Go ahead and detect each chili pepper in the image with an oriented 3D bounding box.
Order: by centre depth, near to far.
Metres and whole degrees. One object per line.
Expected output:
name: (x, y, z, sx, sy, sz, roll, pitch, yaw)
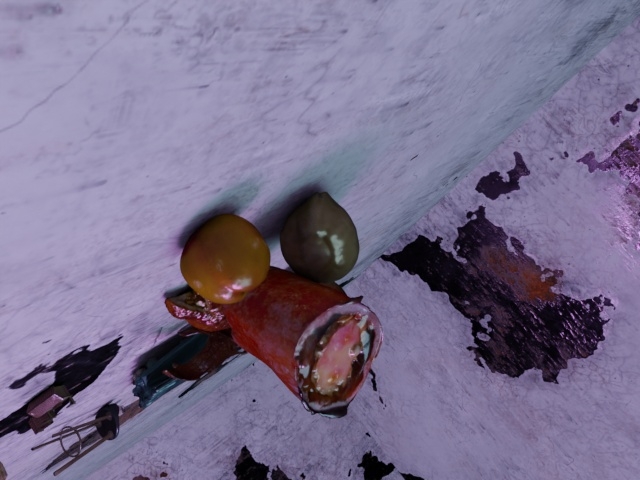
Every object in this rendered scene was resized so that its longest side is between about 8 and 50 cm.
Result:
chili pepper: (-0.061, 0.177, 0.960, 0.251, 0.305, 0.229, 28, 81, -54)

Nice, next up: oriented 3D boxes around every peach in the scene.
peach: (-0.146, 0.032, 0.758, 0.138, 0.138, 0.138, -37, 169, -8)

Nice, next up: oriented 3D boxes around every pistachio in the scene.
pistachio: (0.000, 0.000, 1.026, 0.162, 0.181, 0.293, -2, 168, 7)

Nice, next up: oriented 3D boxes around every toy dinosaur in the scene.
toy dinosaur: (-0.234, 0.203, 1.173, 0.327, 0.206, 0.113, -28, 127, -20)

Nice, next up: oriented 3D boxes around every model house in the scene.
model house: (-0.516, 0.318, 0.924, 0.083, 0.057, 0.058, -35, 173, -6)

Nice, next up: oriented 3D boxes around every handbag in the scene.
handbag: (-0.369, 0.321, 1.316, 0.274, 0.100, 0.269, -30, 170, -33)

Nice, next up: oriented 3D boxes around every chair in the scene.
chair: (-0.619, 0.516, 1.293, 0.104, 0.095, 0.221, -30, 174, 25)

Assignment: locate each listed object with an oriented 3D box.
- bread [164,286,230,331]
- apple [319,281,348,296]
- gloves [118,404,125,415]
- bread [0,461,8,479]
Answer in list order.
bread: (-0.217, 0.129, 1.019, 0.139, 0.095, 0.269, -45, 165, -3)
apple: (-0.042, 0.248, 1.495, 0.319, 0.319, 0.277, -32, 175, -30)
gloves: (-0.601, 0.503, 1.441, 0.081, 0.037, 0.044, -20, 128, -13)
bread: (-0.679, 0.458, 0.821, 0.288, 0.119, 0.152, -39, 165, 3)
